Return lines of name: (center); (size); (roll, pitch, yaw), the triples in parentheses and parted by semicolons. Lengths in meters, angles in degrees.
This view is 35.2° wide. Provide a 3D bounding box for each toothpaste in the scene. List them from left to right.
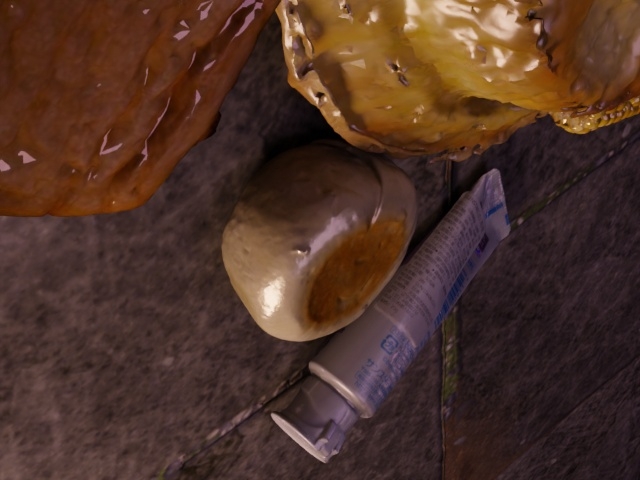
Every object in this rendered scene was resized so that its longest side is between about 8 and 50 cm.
toothpaste: (0.076, 0.066, 0.918); (0.299, 0.073, 0.114); (-48, 145, -16)

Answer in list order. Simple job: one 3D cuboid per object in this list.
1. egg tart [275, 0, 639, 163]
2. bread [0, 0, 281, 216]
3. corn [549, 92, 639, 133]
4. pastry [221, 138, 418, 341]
egg tart: (0.160, -0.227, 0.635); (0.443, 0.178, 0.443); (-30, 140, -28)
bread: (-0.138, -0.170, 0.377); (0.328, 0.148, 0.337); (3, 127, -50)
corn: (0.324, -0.181, 0.930); (0.310, 0.101, 0.101); (-25, 138, -24)
pastry: (0.000, 0.000, 0.745); (0.156, 0.092, 0.156); (-26, 139, -25)
